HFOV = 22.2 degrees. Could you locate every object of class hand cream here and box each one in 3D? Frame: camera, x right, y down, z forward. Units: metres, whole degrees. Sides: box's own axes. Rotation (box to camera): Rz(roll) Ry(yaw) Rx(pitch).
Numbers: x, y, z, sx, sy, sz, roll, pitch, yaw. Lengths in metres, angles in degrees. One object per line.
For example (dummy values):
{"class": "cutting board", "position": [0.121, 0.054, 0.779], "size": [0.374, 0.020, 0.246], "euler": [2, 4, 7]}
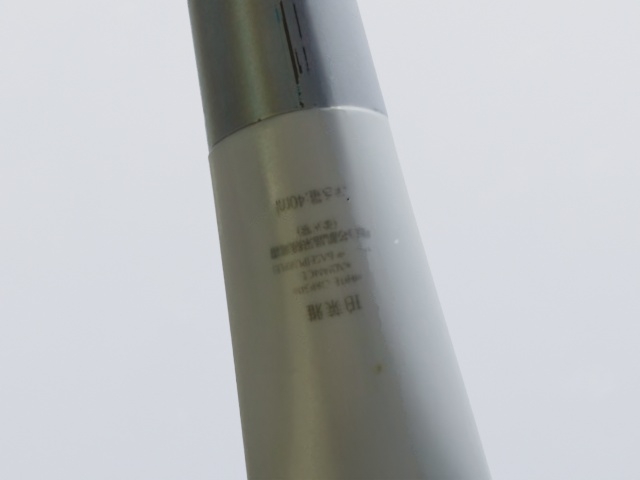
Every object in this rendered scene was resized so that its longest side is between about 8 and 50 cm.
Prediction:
{"class": "hand cream", "position": [0.000, 0.000, 0.520], "size": [0.079, 0.048, 0.255], "euler": [-12, -101, 2]}
